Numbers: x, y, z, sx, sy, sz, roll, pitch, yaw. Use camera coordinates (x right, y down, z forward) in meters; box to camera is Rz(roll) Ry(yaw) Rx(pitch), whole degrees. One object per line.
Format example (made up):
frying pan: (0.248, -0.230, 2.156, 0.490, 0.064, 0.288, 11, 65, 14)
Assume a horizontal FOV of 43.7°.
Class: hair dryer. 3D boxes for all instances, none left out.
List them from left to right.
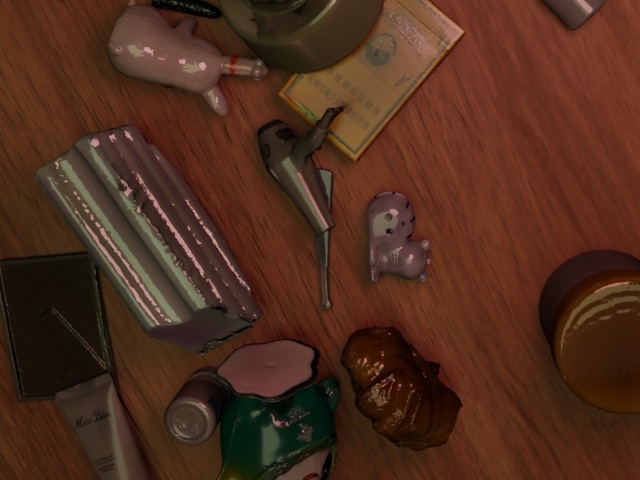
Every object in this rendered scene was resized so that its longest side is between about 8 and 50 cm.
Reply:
hair dryer: (-0.006, -0.116, 1.429, 0.092, 0.267, 0.229, -28, 105, -27)

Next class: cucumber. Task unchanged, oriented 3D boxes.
cucumber: (-0.247, -0.437, 1.487, 0.133, 0.032, 0.032, 14, 104, 6)

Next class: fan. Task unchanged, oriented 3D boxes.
fan: (0.000, 0.000, 1.555, 0.057, 0.023, 0.282, 0, 101, 6)

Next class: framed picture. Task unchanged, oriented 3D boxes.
framed picture: (-0.553, 0.184, 1.669, 0.231, 0.024, 0.315, -4, 101, 9)

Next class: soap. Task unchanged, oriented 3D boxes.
soap: (-0.296, 0.008, 1.472, 0.156, 0.261, 0.446, -33, 97, 13)

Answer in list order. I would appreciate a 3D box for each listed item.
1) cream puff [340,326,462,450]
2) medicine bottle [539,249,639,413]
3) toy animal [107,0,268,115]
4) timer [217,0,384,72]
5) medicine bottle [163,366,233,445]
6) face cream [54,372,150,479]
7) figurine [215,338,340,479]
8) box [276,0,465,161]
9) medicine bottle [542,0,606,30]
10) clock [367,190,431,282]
cream puff: (0.150, 0.286, 1.505, 0.269, 0.241, 0.155, 35, 113, -31)
medicine bottle: (0.519, 0.152, 1.409, 0.237, 0.232, 0.238, 2, 102, 8)
toy animal: (-0.248, -0.330, 1.471, 0.282, 0.138, 0.141, 15, 114, -20)
timer: (-0.081, -0.450, 1.277, 0.290, 0.315, 0.291, -3, 83, 26)
medicine bottle: (-0.238, 0.326, 1.581, 0.104, 0.168, 0.105, 1, 102, 7)
face cream: (-0.436, 0.440, 1.681, 0.143, 0.089, 0.315, -23, 93, 17)
figurine: (-0.087, 0.378, 1.541, 0.231, 0.323, 0.340, 26, 126, 45)
box: (0.091, -0.317, 1.440, 0.193, 0.084, 0.301, 40, 104, -2)
medicine bottle: (0.420, -0.433, 1.372, 0.130, 0.080, 0.080, 45, 104, -3)
clock: (0.150, -0.006, 1.502, 0.117, 0.080, 0.176, 0, 103, 8)
